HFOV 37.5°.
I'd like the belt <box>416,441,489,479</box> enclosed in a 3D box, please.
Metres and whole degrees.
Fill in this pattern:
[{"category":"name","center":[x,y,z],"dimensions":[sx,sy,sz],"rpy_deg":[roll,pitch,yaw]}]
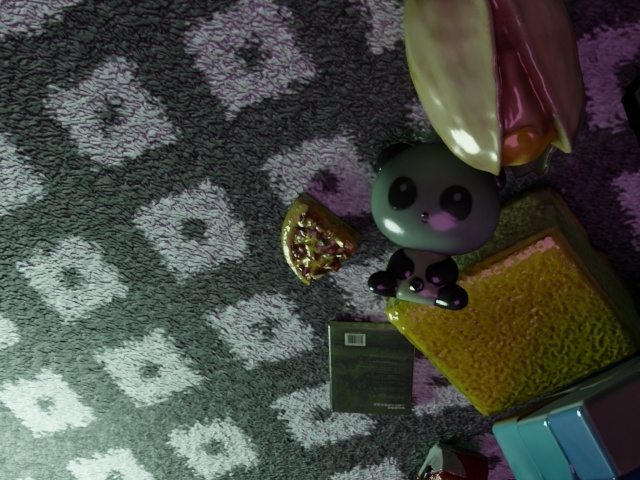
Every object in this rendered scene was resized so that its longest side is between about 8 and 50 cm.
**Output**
[{"category":"belt","center":[0.247,0.491,1.878],"dimensions":[0.124,0.128,0.201],"rpy_deg":[14,129,-7]}]

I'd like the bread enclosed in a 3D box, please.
[{"category":"bread","center":[0.319,0.113,1.565],"dimensions":[0.333,0.143,0.323],"rpy_deg":[-29,119,24]}]

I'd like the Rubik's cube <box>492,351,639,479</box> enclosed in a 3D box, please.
[{"category":"Rubik's cube","center":[0.538,0.357,1.474],"dimensions":[0.347,0.346,0.344],"rpy_deg":[-24,169,-19]}]

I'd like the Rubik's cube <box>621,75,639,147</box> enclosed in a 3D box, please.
[{"category":"Rubik's cube","center":[0.616,-0.147,1.246],"dimensions":[0.283,0.293,0.288],"rpy_deg":[33,125,-17]}]

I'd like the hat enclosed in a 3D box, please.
[{"category":"hat","center":[0.316,-0.142,1.368],"dimensions":[0.081,0.166,0.122],"rpy_deg":[34,101,-8]}]

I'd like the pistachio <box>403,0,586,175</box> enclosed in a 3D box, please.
[{"category":"pistachio","center":[0.228,-0.245,1.235],"dimensions":[0.230,0.230,0.309],"rpy_deg":[-17,90,17]}]

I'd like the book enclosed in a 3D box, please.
[{"category":"book","center":[0.096,0.242,1.759],"dimensions":[0.160,0.024,0.228],"rpy_deg":[2,128,4]}]

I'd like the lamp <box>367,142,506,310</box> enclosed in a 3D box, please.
[{"category":"lamp","center":[0.167,-0.026,1.419],"dimensions":[0.198,0.198,0.244],"rpy_deg":[10,90,-4]}]

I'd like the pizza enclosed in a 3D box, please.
[{"category":"pizza","center":[-0.001,0.000,1.563],"dimensions":[0.134,0.046,0.175],"rpy_deg":[-6,127,10]}]
